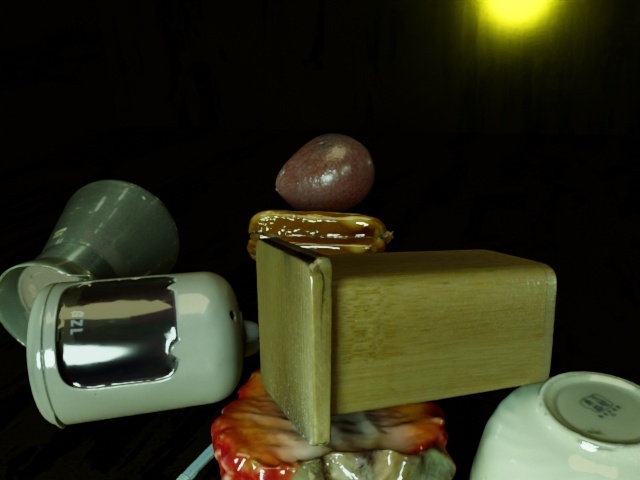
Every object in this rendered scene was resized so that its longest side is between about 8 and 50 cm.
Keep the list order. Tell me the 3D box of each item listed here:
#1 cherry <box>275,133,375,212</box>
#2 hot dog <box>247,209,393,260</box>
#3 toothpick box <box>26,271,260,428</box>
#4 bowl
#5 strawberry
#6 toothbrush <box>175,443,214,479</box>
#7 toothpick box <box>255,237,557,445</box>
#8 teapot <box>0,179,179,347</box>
[{"bbox_3d":[0.018,-0.184,1.703,0.308,0.221,0.261,-25,20,-17],"label":"cherry"},{"bbox_3d":[0.000,0.000,1.384,0.338,0.100,0.135,1,67,5],"label":"hot dog"},{"bbox_3d":[-0.249,0.160,0.915,0.317,0.228,0.229,-5,22,-9],"label":"toothpick box"},{"bbox_3d":[0.313,0.246,0.684,0.277,0.145,0.277,-2,24,1],"label":"bowl"},{"bbox_3d":[0.007,0.254,0.718,0.265,0.149,0.336,-7,11,-14],"label":"strawberry"},{"bbox_3d":[-0.173,0.302,0.772,0.016,0.019,0.219,4,23,31],"label":"toothbrush"},{"bbox_3d":[0.098,0.093,0.697,0.309,0.190,0.187,-3,7,-22],"label":"toothpick box"},{"bbox_3d":[-0.460,0.056,1.175,0.300,0.253,0.344,-32,18,23],"label":"teapot"}]
